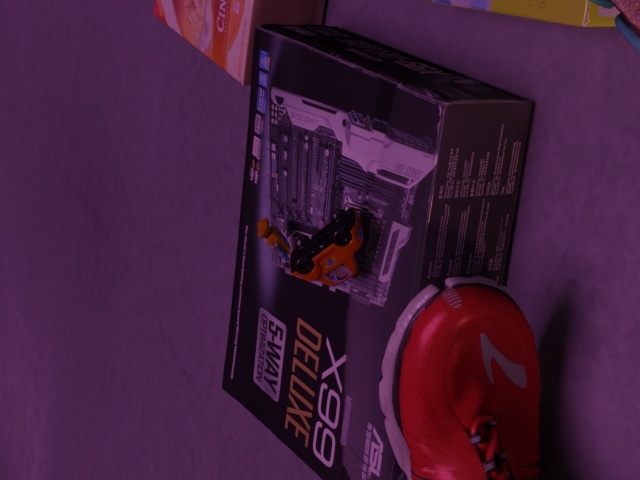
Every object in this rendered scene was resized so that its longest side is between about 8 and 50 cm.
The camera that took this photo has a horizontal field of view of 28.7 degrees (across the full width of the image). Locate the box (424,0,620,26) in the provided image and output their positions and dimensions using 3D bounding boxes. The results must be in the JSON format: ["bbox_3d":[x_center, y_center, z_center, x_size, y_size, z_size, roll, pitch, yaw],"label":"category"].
[{"bbox_3d":[0.118,-0.190,0.752,0.178,0.042,0.109,26,116,55],"label":"box"}]

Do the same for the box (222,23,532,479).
[{"bbox_3d":[0.027,0.018,0.908,0.242,0.077,0.307,34,123,52],"label":"box"}]

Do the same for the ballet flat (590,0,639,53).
[{"bbox_3d":[0.170,-0.138,0.591,0.316,0.107,0.106,46,116,23],"label":"ballet flat"}]

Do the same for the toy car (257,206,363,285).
[{"bbox_3d":[0.000,0.000,0.860,0.040,0.060,0.122,47,178,-21],"label":"toy car"}]

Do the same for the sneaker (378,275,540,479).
[{"bbox_3d":[0.107,0.156,0.765,0.118,0.107,0.279,-135,36,-63],"label":"sneaker"}]

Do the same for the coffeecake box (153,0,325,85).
[{"bbox_3d":[-0.067,-0.227,1.036,0.185,0.068,0.142,42,131,49],"label":"coffeecake box"}]
